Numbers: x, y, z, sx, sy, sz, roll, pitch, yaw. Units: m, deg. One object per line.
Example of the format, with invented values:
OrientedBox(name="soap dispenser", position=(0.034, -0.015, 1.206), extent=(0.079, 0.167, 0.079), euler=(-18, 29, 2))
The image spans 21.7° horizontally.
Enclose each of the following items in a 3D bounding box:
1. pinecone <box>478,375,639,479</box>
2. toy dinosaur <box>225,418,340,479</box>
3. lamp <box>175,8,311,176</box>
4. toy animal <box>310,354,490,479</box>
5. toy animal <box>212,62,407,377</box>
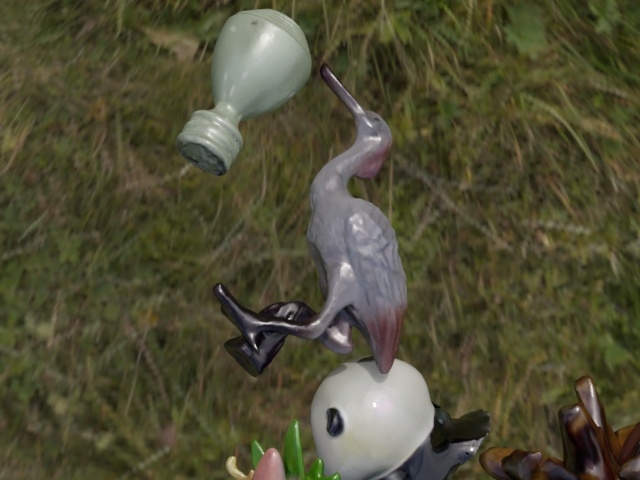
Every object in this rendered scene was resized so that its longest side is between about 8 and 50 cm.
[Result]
OrientedBox(name="pinecone", position=(0.186, 0.185, 0.984), extent=(0.228, 0.202, 0.201), euler=(11, 97, 25))
OrientedBox(name="toy dinosaur", position=(-0.067, 0.222, 1.263), extent=(0.177, 0.152, 0.194), euler=(4, 141, -42))
OrientedBox(name="lamp", position=(-0.081, -0.159, 1.740), extent=(0.106, 0.106, 0.193), euler=(37, 65, -12))
OrientedBox(name="toy animal", position=(0.072, 0.194, 1.746), extent=(0.179, 0.166, 0.138), euler=(44, 148, -24))
OrientedBox(name="toy animal", position=(0.025, -0.002, 1.679), extent=(0.195, 0.090, 0.324), euler=(28, 74, -8))
